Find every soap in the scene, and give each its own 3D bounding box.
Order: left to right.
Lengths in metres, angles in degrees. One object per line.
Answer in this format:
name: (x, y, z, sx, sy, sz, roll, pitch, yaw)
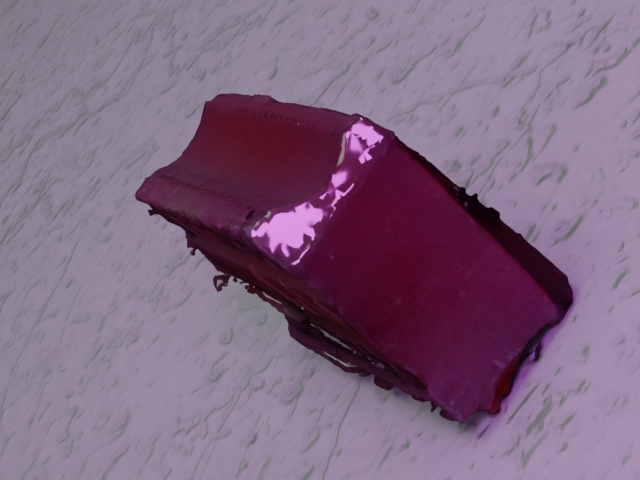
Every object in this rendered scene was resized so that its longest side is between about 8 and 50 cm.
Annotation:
soap: (0.000, 0.000, 1.030, 0.099, 0.162, 0.250, -57, 25, -7)
